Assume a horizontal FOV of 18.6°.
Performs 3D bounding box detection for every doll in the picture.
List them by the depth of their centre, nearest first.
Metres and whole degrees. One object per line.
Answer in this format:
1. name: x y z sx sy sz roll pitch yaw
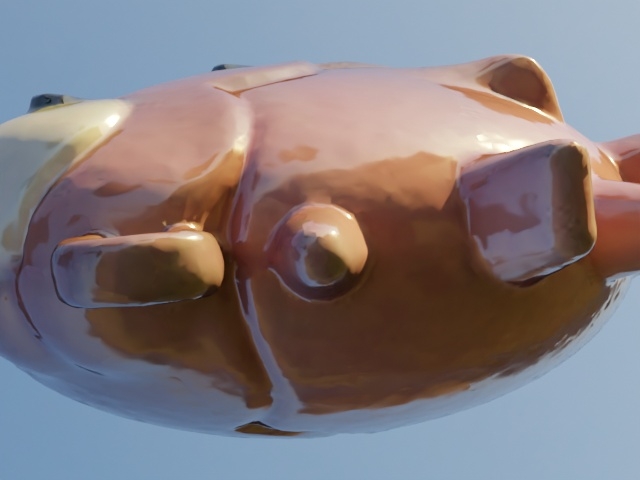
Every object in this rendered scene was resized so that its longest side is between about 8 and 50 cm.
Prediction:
1. doll: 0.000 0.000 0.490 0.262 0.211 0.093 -10 -83 -64
